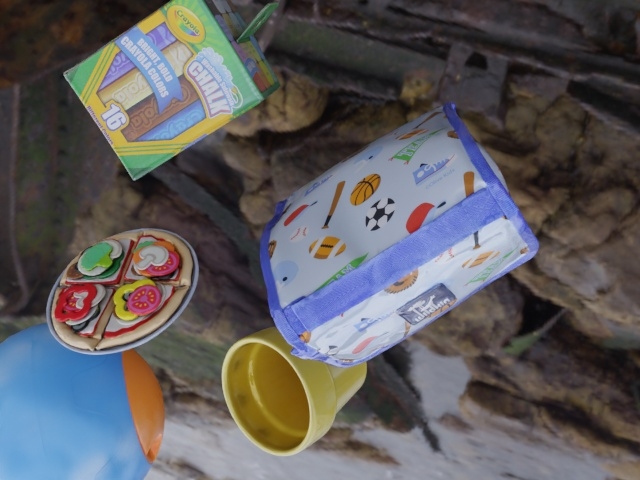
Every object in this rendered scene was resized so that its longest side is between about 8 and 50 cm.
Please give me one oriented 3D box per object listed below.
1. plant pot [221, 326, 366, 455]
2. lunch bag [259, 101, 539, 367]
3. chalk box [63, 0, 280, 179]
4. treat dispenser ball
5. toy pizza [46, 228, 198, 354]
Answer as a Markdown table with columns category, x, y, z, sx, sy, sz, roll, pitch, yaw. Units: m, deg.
| category | x | y | z | sx | sy | sz | roll | pitch | yaw |
| --- | --- | --- | --- | --- | --- | --- | --- | --- | --- |
| plant pot | -0.036 | 0.287 | 1.812 | 0.254 | 0.239 | 0.254 | 15 | 113 | 38 |
| lunch bag | 0.102 | -0.004 | 1.164 | 0.239 | 0.328 | 0.385 | 56 | -169 | -8 |
| chalk box | -0.176 | -0.245 | 1.237 | 0.289 | 0.180 | 0.179 | -28 | 101 | 14 |
| treat dispenser ball | -0.372 | 0.261 | 1.250 | 0.288 | 0.288 | 0.288 | 19 | 153 | 10 |
| toy pizza | -0.250 | 0.054 | 1.078 | 0.201 | 0.201 | 0.032 | 10 | 142 | 26 |
